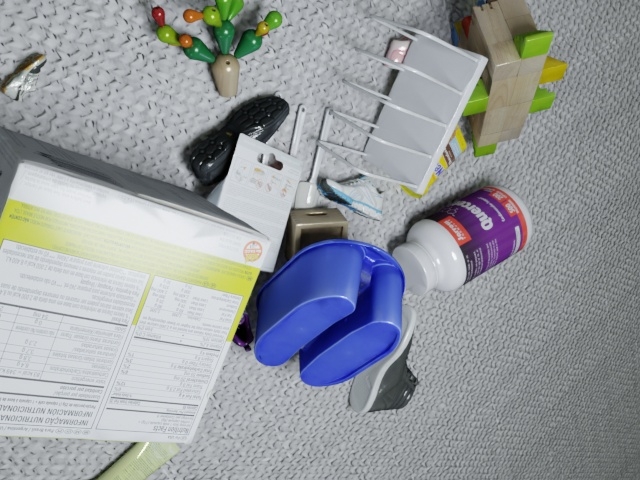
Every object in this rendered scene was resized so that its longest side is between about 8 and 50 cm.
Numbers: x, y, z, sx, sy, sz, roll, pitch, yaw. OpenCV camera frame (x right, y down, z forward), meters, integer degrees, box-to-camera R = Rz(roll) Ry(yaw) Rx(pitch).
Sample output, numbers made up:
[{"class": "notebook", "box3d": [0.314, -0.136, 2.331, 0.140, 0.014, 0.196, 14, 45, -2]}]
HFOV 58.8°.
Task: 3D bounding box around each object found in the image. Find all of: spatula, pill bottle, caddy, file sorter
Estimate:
[{"class": "spatula", "box3d": [-0.056, -0.164, 1.149, 0.168, 0.019, 0.242, 9, 99, -30]}, {"class": "pill bottle", "box3d": [0.334, 0.003, 1.350, 0.322, 0.181, 0.182, -27, 118, -23]}, {"class": "caddy", "box3d": [0.014, 0.136, 1.127, 0.241, 0.179, 0.341, 31, 129, -22]}, {"class": "file sorter", "box3d": [0.141, -0.265, 1.089, 0.173, 0.193, 0.278, 9, 113, -40]}]

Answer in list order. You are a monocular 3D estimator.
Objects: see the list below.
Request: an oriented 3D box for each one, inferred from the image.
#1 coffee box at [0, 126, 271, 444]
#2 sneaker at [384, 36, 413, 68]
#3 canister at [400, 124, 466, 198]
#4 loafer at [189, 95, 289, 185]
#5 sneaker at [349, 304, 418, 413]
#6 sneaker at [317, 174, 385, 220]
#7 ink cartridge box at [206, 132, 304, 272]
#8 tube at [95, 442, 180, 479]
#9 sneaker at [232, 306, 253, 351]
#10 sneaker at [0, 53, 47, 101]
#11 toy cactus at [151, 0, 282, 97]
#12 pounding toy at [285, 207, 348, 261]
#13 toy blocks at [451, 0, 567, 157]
[{"class": "coffee box", "box3d": [-0.342, 0.063, 0.842, 0.338, 0.337, 0.335, 18, 96, -37]}, {"class": "sneaker", "box3d": [0.201, -0.395, 1.213, 0.134, 0.051, 0.070, 1, 110, -28]}, {"class": "canister", "box3d": [0.245, -0.199, 1.294, 0.170, 0.073, 0.126, -46, 124, -14]}, {"class": "loafer", "box3d": [-0.146, -0.186, 1.056, 0.223, 0.076, 0.078, -43, 156, -18]}, {"class": "sneaker", "box3d": [0.190, 0.297, 1.409, 0.146, 0.104, 0.296, 16, 103, -37]}, {"class": "sneaker", "box3d": [0.071, -0.109, 1.222, 0.190, 0.071, 0.083, 22, 87, -44]}, {"class": "ink cartridge box", "box3d": [-0.135, -0.064, 1.074, 0.189, 0.066, 0.232, 16, 85, -52]}, {"class": "tube", "box3d": [-0.394, 0.473, 1.121, 0.240, 0.062, 0.070, -39, 166, -22]}, {"class": "sneaker", "box3d": [-0.176, 0.109, 1.110, 0.083, 0.098, 0.224, -28, 119, -22]}, {"class": "sneaker", "box3d": [-0.445, -0.248, 0.867, 0.083, 0.032, 0.037, -47, 138, -5]}, {"class": "toy cactus", "box3d": [-0.174, -0.340, 0.979, 0.219, 0.112, 0.181, -23, 135, -28]}, {"class": "pounding toy", "box3d": [0.000, 0.000, 1.194, 0.141, 0.100, 0.130, -4, 118, -17]}, {"class": "toy blocks", "box3d": [0.358, -0.389, 1.195, 0.190, 0.261, 0.381, -13, 157, 4]}]
